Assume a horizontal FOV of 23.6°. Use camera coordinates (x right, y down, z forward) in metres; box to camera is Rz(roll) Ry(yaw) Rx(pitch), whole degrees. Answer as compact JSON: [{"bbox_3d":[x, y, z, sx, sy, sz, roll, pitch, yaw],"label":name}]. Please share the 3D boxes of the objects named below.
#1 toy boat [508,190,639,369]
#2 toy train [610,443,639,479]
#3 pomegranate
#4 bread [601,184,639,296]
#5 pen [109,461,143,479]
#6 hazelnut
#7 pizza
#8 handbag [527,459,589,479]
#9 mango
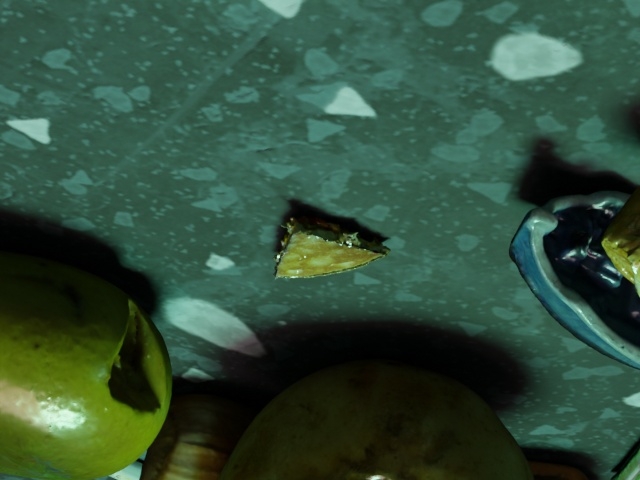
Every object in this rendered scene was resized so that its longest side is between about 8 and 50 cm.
[{"bbox_3d":[0.281,0.040,1.213,0.309,0.129,0.142,24,160,-23],"label":"toy boat"},{"bbox_3d":[0.368,0.252,1.680,0.071,0.038,0.148,8,151,-4],"label":"toy train"},{"bbox_3d":[0.055,0.291,1.521,0.338,0.338,0.338,5,151,3],"label":"pomegranate"},{"bbox_3d":[0.261,-0.023,1.113,0.053,0.132,0.074,34,167,35],"label":"bread"},{"bbox_3d":[-0.265,0.259,1.824,0.033,0.033,0.269,-20,142,39],"label":"pen"},{"bbox_3d":[-0.118,0.240,1.634,0.150,0.150,0.150,5,151,3],"label":"hazelnut"},{"bbox_3d":[0.010,0.005,1.316,0.099,0.029,0.100,1,154,-7],"label":"pizza"},{"bbox_3d":[0.108,0.386,1.767,0.410,0.116,0.303,5,118,3],"label":"handbag"},{"bbox_3d":[-0.310,0.107,1.393,0.365,0.182,0.253,18,153,-26],"label":"mango"}]
